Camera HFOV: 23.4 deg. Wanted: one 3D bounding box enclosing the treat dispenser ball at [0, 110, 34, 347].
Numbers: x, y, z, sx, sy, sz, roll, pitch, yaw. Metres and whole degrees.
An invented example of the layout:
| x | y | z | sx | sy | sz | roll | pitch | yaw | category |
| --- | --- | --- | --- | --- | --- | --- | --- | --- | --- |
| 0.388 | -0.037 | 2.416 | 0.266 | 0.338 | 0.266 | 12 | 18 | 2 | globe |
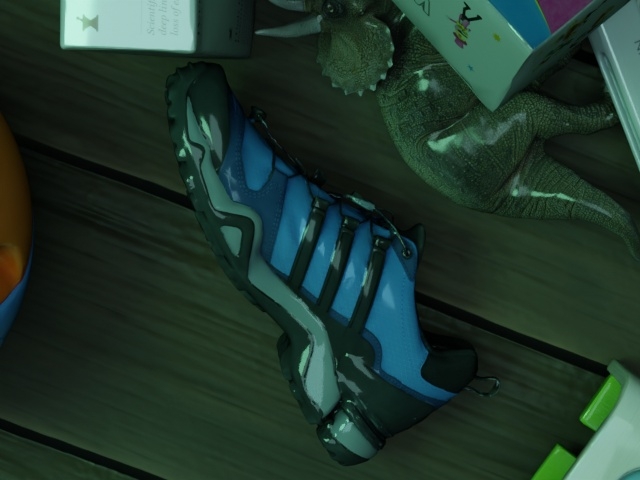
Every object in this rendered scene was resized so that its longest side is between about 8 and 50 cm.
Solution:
| x | y | z | sx | sy | sz | roll | pitch | yaw | category |
| --- | --- | --- | --- | --- | --- | --- | --- | --- | --- |
| -0.326 | -0.008 | 0.971 | 0.288 | 0.288 | 0.288 | 0 | 97 | 2 | treat dispenser ball |

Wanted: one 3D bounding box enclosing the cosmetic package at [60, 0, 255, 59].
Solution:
| x | y | z | sx | sy | sz | roll | pitch | yaw | category |
| --- | --- | --- | --- | --- | --- | --- | --- | --- | --- |
| -0.095 | -0.173 | 0.970 | 0.085 | 0.231 | 0.117 | 2 | 97 | 4 | cosmetic package |

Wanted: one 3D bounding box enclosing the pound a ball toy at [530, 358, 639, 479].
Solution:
| x | y | z | sx | sy | sz | roll | pitch | yaw | category |
| --- | --- | --- | --- | --- | --- | --- | --- | --- | --- |
| 0.279 | 0.259 | 1.054 | 0.319 | 0.136 | 0.208 | 35 | 97 | -1 | pound a ball toy |

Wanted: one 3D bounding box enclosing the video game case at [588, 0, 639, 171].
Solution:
| x | y | z | sx | sy | sz | roll | pitch | yaw | category |
| --- | --- | --- | --- | --- | --- | --- | --- | --- | --- |
| 0.297 | -0.118 | 1.025 | 0.227 | 0.026 | 0.206 | -24 | 96 | -17 | video game case |

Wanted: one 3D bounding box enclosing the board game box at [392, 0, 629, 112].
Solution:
| x | y | z | sx | sy | sz | roll | pitch | yaw | category |
| --- | --- | --- | --- | --- | --- | --- | --- | --- | --- |
| 0.147 | -0.260 | 0.949 | 0.303 | 0.097 | 0.224 | -40 | 84 | -17 | board game box |

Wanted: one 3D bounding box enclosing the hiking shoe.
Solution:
| x | y | z | sx | sy | sz | roll | pitch | yaw | category |
| --- | --- | --- | --- | --- | --- | --- | --- | --- | --- |
| 0.000 | 0.000 | 1.052 | 0.132 | 0.113 | 0.304 | -28 | 109 | 0 | hiking shoe |

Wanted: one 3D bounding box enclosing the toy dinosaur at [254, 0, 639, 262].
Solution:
| x | y | z | sx | sy | sz | roll | pitch | yaw | category |
| --- | --- | --- | --- | --- | --- | --- | --- | --- | --- |
| 0.101 | -0.100 | 1.043 | 0.160 | 0.121 | 0.313 | -36 | 109 | 11 | toy dinosaur |
